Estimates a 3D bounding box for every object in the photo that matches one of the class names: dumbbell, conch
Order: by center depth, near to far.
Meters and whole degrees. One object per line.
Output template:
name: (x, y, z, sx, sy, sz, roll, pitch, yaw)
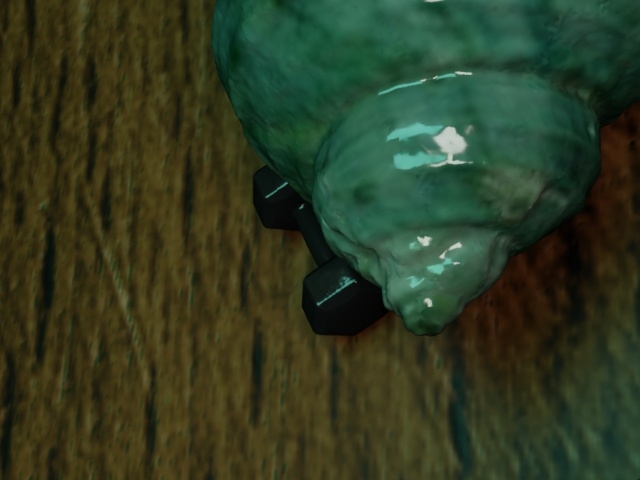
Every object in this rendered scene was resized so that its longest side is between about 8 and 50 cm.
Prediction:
conch: (0.052, -0.071, 0.559, 0.196, 0.134, 0.202, 5, 99, 24)
dumbbell: (0.000, 0.000, 0.635, 0.036, 0.040, 0.083, -17, 55, -14)

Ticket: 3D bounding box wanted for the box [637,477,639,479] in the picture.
box: (0.184, 0.084, 0.363, 0.178, 0.274, 0.138, -43, 51, 23)
